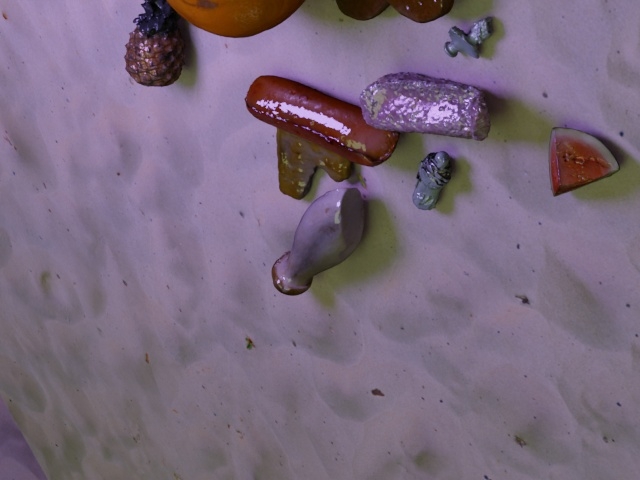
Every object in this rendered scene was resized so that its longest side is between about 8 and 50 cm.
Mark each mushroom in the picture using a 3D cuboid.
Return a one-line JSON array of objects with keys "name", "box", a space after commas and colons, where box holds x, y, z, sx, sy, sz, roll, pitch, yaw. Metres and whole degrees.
[{"name": "mushroom", "box": [0.000, 0.000, 2.112, 0.128, 0.128, 0.350, 45, 140, 5]}]

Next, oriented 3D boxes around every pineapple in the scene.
[{"name": "pineapple", "box": [-0.324, -0.434, 2.082, 0.128, 0.128, 0.248, 29, 129, 21]}]

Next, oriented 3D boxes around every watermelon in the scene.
[{"name": "watermelon", "box": [0.410, -0.108, 1.712, 0.125, 0.094, 0.135, 30, 139, 9]}]

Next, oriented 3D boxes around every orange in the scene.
[{"name": "orange", "box": [-0.143, -0.495, 1.747, 0.312, 0.312, 0.312, 22, 131, 27]}]

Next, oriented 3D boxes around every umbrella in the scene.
[{"name": "umbrella", "box": [0.204, -0.111, 1.908, 0.143, 0.062, 0.067, 112, 142, -51]}]

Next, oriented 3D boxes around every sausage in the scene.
[{"name": "sausage", "box": [0.004, -0.227, 1.967, 0.330, 0.102, 0.102, 26, 133, 25]}]

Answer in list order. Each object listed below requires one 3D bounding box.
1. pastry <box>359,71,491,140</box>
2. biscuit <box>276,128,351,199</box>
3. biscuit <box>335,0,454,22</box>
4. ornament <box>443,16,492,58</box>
[{"name": "pastry", "box": [0.196, -0.231, 1.798, 0.265, 0.112, 0.102, 19, 122, 38]}, {"name": "biscuit", "box": [-0.012, -0.146, 2.079, 0.183, 0.039, 0.174, 19, 129, 30]}, {"name": "biscuit", "box": [0.107, -0.559, 1.664, 0.283, 0.064, 0.431, 16, 127, 43]}, {"name": "ornament", "box": [0.244, -0.332, 1.729, 0.092, 0.041, 0.068, -2, 137, 31]}]
